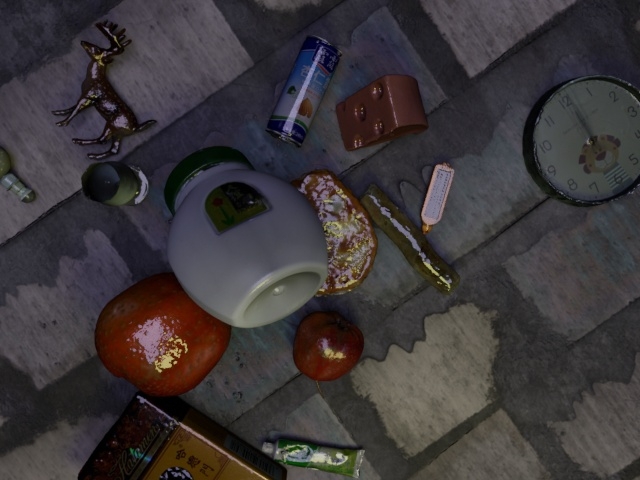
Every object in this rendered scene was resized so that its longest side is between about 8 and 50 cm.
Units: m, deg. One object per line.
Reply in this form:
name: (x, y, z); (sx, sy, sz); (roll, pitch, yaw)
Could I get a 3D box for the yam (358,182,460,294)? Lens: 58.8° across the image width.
yam: (0.207, -0.001, 1.336); (0.317, 0.071, 0.067); (47, 55, -3)

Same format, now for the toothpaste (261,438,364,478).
toothpaste: (-0.019, 0.522, 1.377); (0.247, 0.047, 0.078); (12, 95, -4)

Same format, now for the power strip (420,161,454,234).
power strip: (0.272, -0.098, 1.350); (0.049, 0.028, 0.178); (16, 93, -2)

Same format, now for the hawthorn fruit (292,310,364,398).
hawthorn fruit: (0.003, 0.267, 1.320); (0.162, 0.163, 0.204); (29, 107, -2)

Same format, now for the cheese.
cheese: (0.168, -0.290, 1.301); (0.177, 0.202, 0.128); (-15, 90, -31)

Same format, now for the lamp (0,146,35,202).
lamp: (-0.730, -0.150, 1.311); (0.091, 0.091, 0.163); (-45, 109, 2)

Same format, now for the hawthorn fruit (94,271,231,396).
hawthorn fruit: (-0.324, 0.196, 1.246); (0.299, 0.275, 0.276); (-31, 94, -11)

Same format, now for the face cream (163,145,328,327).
face cream: (-0.163, -0.010, 1.179); (0.312, 0.220, 0.357); (-28, 56, -15)

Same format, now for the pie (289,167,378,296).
pie: (0.000, 0.000, 1.323); (0.307, 0.085, 0.309); (0, 95, 0)

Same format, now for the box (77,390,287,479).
box: (-0.320, 0.554, 1.338); (0.415, 0.116, 0.264); (35, 93, -3)

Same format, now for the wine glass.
wine glass: (-0.447, -0.126, 1.242); (0.103, 0.222, 0.103); (0, 93, -4)

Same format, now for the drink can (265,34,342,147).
drink can: (-0.039, -0.337, 1.298); (0.097, 0.097, 0.235); (25, 93, -2)

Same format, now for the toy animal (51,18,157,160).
toy animal: (-0.495, -0.341, 1.310); (0.260, 0.087, 0.243); (-39, 107, 0)

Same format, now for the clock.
clock: (0.636, -0.233, 1.332); (0.312, 0.061, 0.313); (0, 94, -1)
